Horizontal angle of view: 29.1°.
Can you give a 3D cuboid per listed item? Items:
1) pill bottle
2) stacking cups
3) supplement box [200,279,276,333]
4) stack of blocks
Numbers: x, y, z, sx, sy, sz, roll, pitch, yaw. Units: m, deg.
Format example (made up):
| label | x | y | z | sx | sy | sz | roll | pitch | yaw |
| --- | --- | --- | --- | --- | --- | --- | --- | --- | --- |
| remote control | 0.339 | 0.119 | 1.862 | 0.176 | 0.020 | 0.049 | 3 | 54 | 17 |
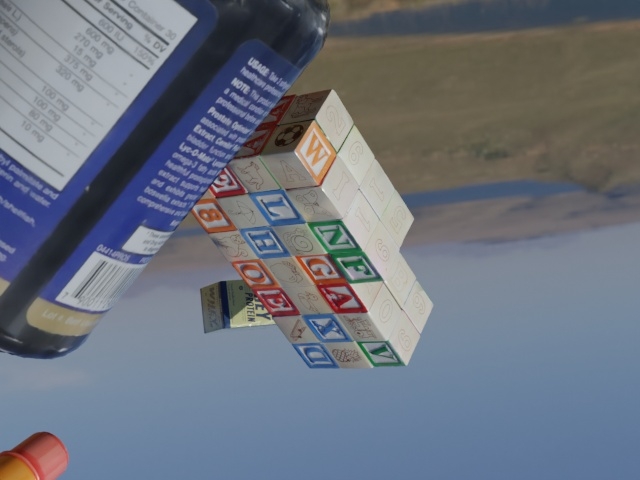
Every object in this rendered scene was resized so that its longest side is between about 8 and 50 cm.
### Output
| label | x | y | z | sx | sy | sz | roll | pitch | yaw |
| --- | --- | --- | --- | --- | --- | --- | --- | --- | --- |
| pill bottle | -0.075 | -0.073 | 0.453 | 0.219 | 0.123 | 0.123 | -50 | 173 | 7 |
| stacking cups | -0.429 | 0.331 | 1.467 | 0.096 | 0.096 | 0.316 | -8 | -163 | 32 |
| supplement box | -0.090 | 0.077 | 1.458 | 0.083 | 0.056 | 0.083 | -4 | 173 | -23 |
| stack of blocks | 0.000 | 0.000 | 1.228 | 0.171 | 0.297 | 0.087 | -5 | -138 | 38 |
